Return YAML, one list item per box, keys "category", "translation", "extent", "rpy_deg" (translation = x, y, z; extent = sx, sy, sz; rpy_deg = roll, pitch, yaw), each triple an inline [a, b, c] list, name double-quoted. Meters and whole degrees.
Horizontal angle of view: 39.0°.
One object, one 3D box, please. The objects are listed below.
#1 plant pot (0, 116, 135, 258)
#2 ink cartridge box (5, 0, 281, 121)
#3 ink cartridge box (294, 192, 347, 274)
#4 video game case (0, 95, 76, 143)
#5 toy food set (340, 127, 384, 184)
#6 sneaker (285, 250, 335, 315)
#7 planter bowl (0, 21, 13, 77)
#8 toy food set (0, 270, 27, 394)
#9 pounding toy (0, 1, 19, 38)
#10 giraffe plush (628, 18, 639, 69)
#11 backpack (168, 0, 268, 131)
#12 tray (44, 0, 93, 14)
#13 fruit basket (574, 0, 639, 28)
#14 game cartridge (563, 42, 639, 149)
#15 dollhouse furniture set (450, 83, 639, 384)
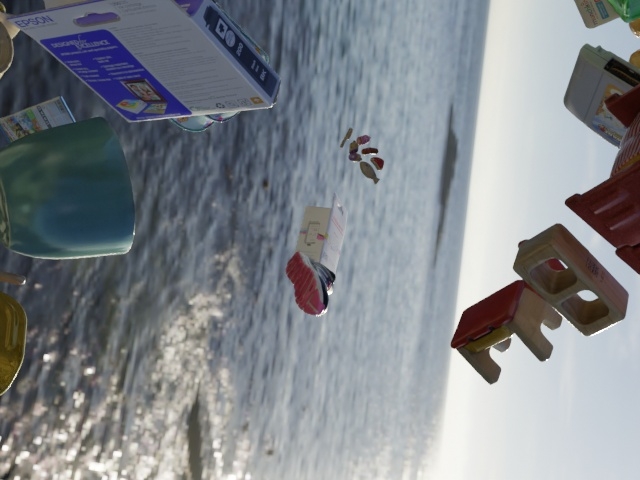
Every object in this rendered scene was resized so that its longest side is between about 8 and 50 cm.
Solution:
- category: "plant pot"
  translation: [-0.543, -0.094, 1.852]
  extent: [0.293, 0.235, 0.293]
  rpy_deg: [31, -53, 53]
- category: "ink cartridge box"
  translation: [-0.180, -0.200, 0.945]
  extent: [0.208, 0.206, 0.045]
  rpy_deg: [42, 54, -53]
- category: "ink cartridge box"
  translation: [0.000, 0.000, 2.035]
  extent: [0.115, 0.067, 0.198]
  rpy_deg: [55, 45, -60]
- category: "video game case"
  translation: [-0.673, -0.268, 2.178]
  extent: [0.015, 0.166, 0.119]
  rpy_deg: [-106, 175, -57]
- category: "toy food set"
  translation: [0.099, -0.187, 1.956]
  extent: [0.122, 0.019, 0.078]
  rpy_deg: [41, 61, -25]
- category: "sneaker"
  translation: [-0.004, 0.077, 1.528]
  extent: [0.063, 0.074, 0.170]
  rpy_deg: [-60, -155, 16]
- category: "planter bowl"
  translation: [-0.556, -0.301, 1.424]
  extent: [0.162, 0.109, 0.162]
  rpy_deg: [5, 84, -61]
- category: "toy food set"
  translation: [-0.419, 0.122, 1.079]
  extent: [0.218, 0.128, 0.071]
  rpy_deg: [-107, -152, -52]
- category: "pounding toy"
  translation: [-0.658, -0.425, 1.550]
  extent: [0.269, 0.154, 0.154]
  rpy_deg: [12, 106, -63]
- category: "giraffe plush"
  translation: [0.672, -0.408, 1.750]
  extent: [0.181, 0.210, 0.171]
  rpy_deg: [113, -38, -63]
- category: "backpack"
  translation: [-0.188, -0.266, 1.435]
  extent: [0.144, 0.188, 0.166]
  rpy_deg: [52, 8, 37]
- category: "tray"
  translation: [-0.372, -0.386, 1.470]
  extent: [0.030, 0.270, 0.145]
  rpy_deg: [-31, 137, -34]
- category: "fruit basket"
  translation: [0.558, -0.571, 1.587]
  extent: [0.165, 0.327, 0.353]
  rpy_deg: [46, 24, -59]
- category: "game cartridge"
  translation: [0.601, -0.235, 1.714]
  extent: [0.062, 0.297, 0.198]
  rpy_deg: [-47, 161, -19]
- category: "dollhouse furniture set"
  translation: [0.290, -0.015, 1.003]
  extent: [0.374, 0.152, 0.201]
  rpy_deg: [-37, -166, 45]
